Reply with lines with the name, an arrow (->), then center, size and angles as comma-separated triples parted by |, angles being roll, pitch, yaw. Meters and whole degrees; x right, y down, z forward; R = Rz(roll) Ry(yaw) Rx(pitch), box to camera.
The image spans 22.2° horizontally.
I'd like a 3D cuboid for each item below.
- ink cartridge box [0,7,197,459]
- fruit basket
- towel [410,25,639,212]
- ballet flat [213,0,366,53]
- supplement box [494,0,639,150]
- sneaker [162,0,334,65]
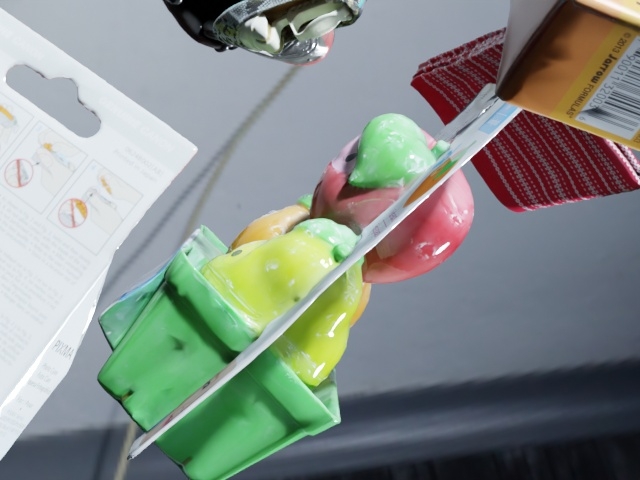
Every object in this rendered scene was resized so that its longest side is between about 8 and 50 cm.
ink cartridge box -> -0.338, -0.006, 1.580 | 0.385, 0.308, 0.091 | -52, 161, -7
fruit basket -> 0.000, 0.000, 1.164 | 0.165, 0.327, 0.353 | 41, 94, -4
towel -> 0.200, -0.115, 1.631 | 0.031, 0.275, 0.199 | -40, 99, -17
ballet flat -> -0.022, -0.143, 1.066 | 0.114, 0.041, 0.041 | -16, 128, 24
supplement box -> 0.198, -0.069, 0.708 | 0.233, 0.078, 0.080 | 20, 144, -11
sneaker -> -0.078, -0.235, 1.671 | 0.097, 0.135, 0.276 | -43, 136, 18
